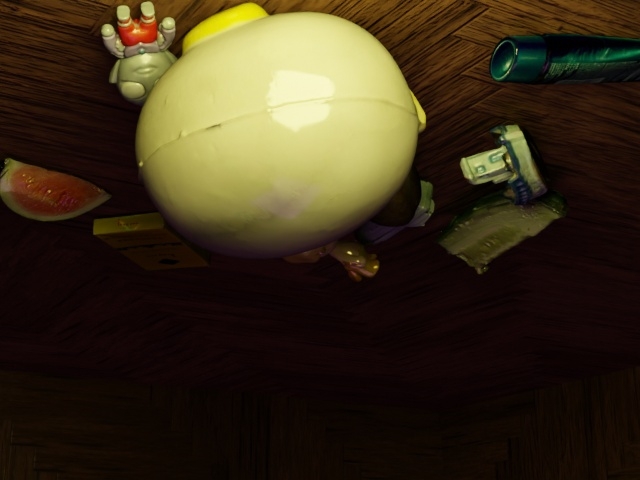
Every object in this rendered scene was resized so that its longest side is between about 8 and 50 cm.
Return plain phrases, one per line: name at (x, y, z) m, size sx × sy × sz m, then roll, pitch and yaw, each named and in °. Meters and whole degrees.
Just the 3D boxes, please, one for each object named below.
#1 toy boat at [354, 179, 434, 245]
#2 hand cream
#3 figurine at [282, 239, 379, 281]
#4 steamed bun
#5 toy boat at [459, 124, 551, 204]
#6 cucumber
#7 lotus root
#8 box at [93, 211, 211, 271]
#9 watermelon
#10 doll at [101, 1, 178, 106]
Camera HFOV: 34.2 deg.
toy boat at (0.138, -0.042, 1.989) m, size 0.085 × 0.078 × 0.260 m, roll 22°, pitch 153°, yaw -20°
hand cream at (0.371, -0.244, 1.429) m, size 0.270 × 0.061 × 0.120 m, roll 0°, pitch 164°, yaw -16°
figurine at (0.000, 0.000, 1.996) m, size 0.246 × 0.131 × 0.156 m, roll 30°, pitch -164°, yaw -16°
steamed bun at (-0.057, -0.132, 1.346) m, size 0.374 × 0.334 × 0.334 m, roll -15°, pitch 157°, yaw 35°
toy boat at (0.302, -0.116, 1.702) m, size 0.115 × 0.114 × 0.262 m, roll -21°, pitch 160°, yaw 18°
cucumber at (0.348, -0.045, 1.961) m, size 0.145 × 0.105 × 0.325 m, roll 32°, pitch 154°, yaw -9°
lotus root at (0.107, -0.098, 1.747) m, size 0.123 × 0.124 × 0.241 m, roll 4°, pitch 164°, yaw 21°
box at (-0.347, 0.007, 2.183) m, size 0.153 × 0.041 × 0.279 m, roll -6°, pitch 162°, yaw 13°
watermelon at (-0.492, -0.090, 1.875) m, size 0.119 × 0.063 × 0.245 m, roll -27°, pitch 150°, yaw 28°
doll at (-0.236, -0.236, 1.404) m, size 0.102 × 0.075 × 0.227 m, roll -8°, pitch 151°, yaw -9°
